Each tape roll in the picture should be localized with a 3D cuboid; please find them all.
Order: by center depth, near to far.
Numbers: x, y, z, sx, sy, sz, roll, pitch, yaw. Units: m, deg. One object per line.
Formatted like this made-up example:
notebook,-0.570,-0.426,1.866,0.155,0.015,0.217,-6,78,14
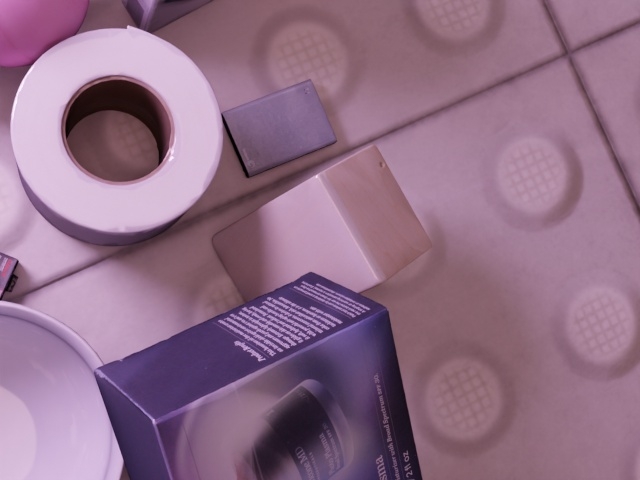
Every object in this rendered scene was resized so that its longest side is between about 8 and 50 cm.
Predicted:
tape roll,-0.252,-0.120,1.251,0.246,0.169,0.246,2,83,-14

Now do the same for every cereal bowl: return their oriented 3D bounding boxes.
cereal bowl,-0.401,0.238,1.190,0.339,0.141,0.338,1,84,-14

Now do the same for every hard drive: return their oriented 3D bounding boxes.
hard drive,-0.057,-0.152,1.380,0.135,0.022,0.094,-23,91,-15

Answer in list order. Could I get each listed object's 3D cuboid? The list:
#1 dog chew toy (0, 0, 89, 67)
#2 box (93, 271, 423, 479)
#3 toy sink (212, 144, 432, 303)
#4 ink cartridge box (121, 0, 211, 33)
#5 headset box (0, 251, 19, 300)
dog chew toy,-0.447,-0.282,1.199,0.332,0.206,0.206,-17,89,7
box,-0.058,0.239,1.163,0.294,0.183,0.296,-24,114,-25
toy sink,0.000,0.000,1.310,0.131,0.234,0.152,-32,93,-45
ink cartridge box,-0.111,-0.378,1.248,0.261,0.296,0.066,-33,94,-15
headset box,-0.419,0.039,1.262,0.083,0.032,0.062,24,79,-9
